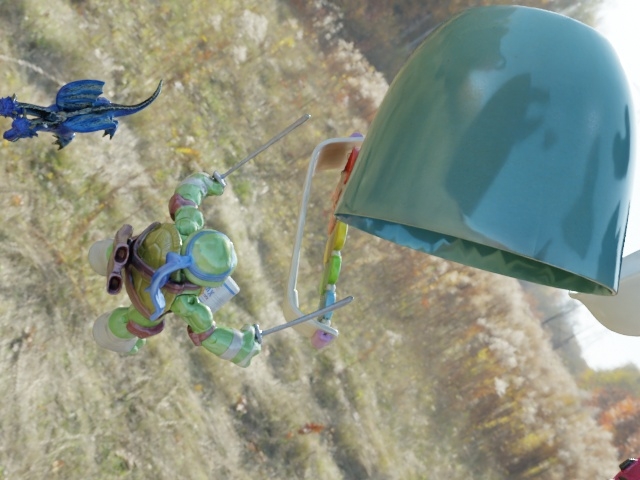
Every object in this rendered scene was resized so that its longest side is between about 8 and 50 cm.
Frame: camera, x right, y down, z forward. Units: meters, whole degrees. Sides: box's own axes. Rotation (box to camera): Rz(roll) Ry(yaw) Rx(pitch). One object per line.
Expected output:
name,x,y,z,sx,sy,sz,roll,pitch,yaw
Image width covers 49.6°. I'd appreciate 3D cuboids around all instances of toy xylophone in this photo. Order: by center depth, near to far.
toy xylophone,0.000,0.000,1.057,0.236,0.081,0.323,126,-26,-81

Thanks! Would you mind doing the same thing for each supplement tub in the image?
supplement tub,-0.229,0.112,1.441,0.071,0.107,0.071,48,-5,5

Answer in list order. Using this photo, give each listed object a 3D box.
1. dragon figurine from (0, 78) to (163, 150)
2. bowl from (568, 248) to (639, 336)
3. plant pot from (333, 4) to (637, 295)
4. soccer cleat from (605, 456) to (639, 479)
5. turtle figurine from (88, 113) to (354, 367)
dragon figurine,-0.393,-0.215,1.160,0.144,0.289,0.085,171,-96,-74
bowl,0.552,0.074,1.072,0.134,0.297,0.298,64,12,6
plant pot,0.187,-0.095,0.721,0.292,0.235,0.293,17,-3,1
soccer cleat,0.430,0.431,0.952,0.143,0.331,0.116,45,-9,-15
turtle figurine,-0.125,0.036,0.758,0.274,0.266,0.198,-43,109,-42
